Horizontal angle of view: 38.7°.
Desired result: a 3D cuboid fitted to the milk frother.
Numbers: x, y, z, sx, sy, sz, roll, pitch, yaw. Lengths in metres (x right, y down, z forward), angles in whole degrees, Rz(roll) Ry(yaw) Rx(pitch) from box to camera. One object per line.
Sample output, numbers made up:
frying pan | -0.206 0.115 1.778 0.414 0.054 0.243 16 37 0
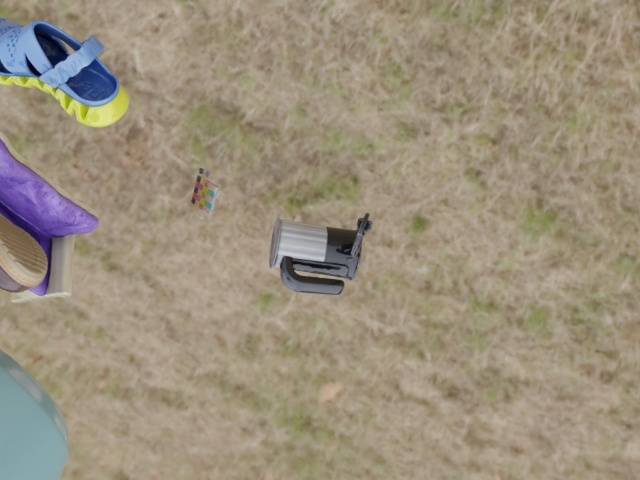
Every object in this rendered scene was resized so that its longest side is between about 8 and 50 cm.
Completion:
milk frother | 0.000 0.000 1.402 0.135 0.129 0.143 8 121 -11

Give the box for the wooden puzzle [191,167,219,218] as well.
wooden puzzle | -0.186 -0.074 1.466 0.049 0.006 0.083 33 116 34

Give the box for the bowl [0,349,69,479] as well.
bowl | -0.442 0.241 1.151 0.312 0.163 0.311 28 144 22

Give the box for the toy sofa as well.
toy sofa | -0.524 -0.028 1.510 0.177 0.150 0.362 -10 155 13

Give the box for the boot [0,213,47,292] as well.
boot | -0.409 0.056 0.986 0.248 0.206 0.090 32 175 46

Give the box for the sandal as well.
sandal | -0.459 -0.312 1.497 0.318 0.126 0.138 22 145 9
